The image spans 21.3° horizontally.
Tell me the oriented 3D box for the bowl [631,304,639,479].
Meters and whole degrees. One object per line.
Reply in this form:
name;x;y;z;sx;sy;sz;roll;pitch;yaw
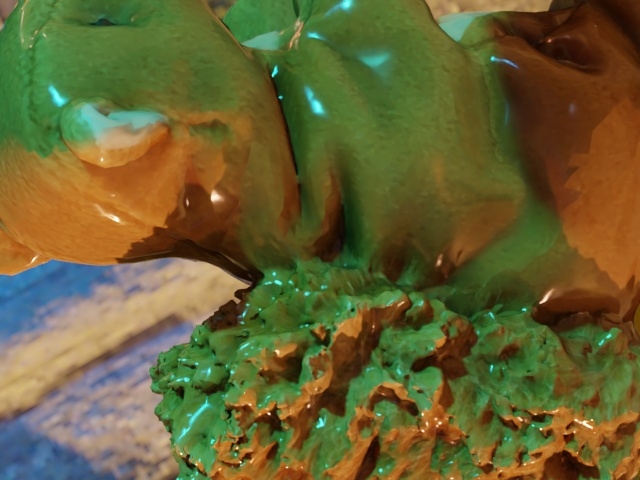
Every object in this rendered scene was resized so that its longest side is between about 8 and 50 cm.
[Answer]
bowl;0.283;0.132;1.216;0.289;0.156;0.289;23;-172;-3

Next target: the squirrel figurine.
squirrel figurine;0.000;0.000;0.938;0.281;0.370;0.397;-25;68;53
